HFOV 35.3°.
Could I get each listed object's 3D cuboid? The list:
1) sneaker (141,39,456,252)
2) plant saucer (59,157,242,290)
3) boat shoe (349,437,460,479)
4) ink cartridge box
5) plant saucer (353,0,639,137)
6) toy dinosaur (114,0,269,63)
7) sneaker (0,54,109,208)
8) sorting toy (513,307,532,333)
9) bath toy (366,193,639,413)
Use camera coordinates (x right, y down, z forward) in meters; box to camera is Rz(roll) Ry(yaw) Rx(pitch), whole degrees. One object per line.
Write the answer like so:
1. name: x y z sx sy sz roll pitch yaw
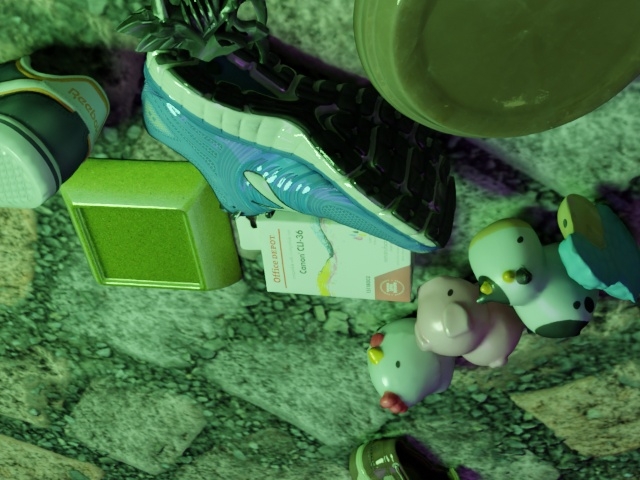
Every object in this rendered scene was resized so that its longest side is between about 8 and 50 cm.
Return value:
1. sneaker: -0.021 -0.081 0.961 0.330 0.130 0.147 29 143 -7
2. plant saucer: -0.195 -0.006 1.121 0.188 0.045 0.188 3 137 10
3. boat shoe: 0.158 0.360 1.398 0.257 0.095 0.095 38 126 -25
4. ink cartridge box: 0.000 0.000 1.065 0.198 0.067 0.115 4 137 9
5. plant saucer: 0.165 -0.181 0.794 0.277 0.041 0.278 -7 137 -6
6. toy dinosaur: -0.069 -0.258 0.757 0.321 0.164 0.218 28 122 5
7. sneaker: -0.325 -0.104 1.002 0.321 0.127 0.126 7 138 43
8. sorting toy: 0.215 0.092 1.156 0.083 0.012 0.062 29 130 -13
9. bath toy: 0.167 0.083 1.070 0.151 0.129 0.348 47 130 -6
